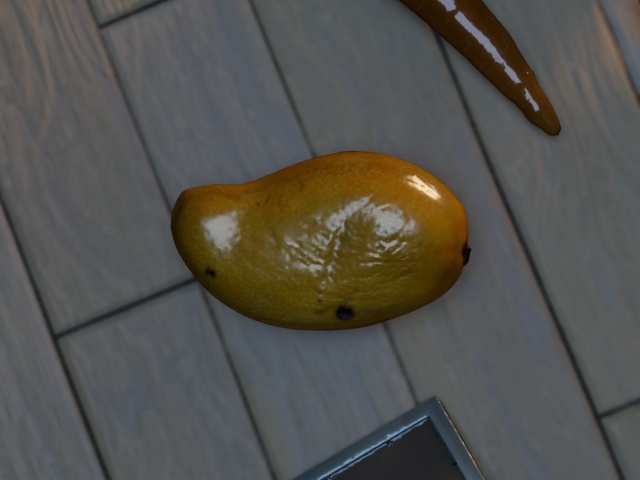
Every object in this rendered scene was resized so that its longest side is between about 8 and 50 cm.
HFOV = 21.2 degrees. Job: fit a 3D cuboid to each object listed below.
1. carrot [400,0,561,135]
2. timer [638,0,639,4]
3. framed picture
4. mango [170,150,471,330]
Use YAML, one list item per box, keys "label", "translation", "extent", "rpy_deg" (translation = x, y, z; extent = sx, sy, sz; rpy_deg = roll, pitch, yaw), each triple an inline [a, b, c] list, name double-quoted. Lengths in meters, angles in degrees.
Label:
- label: "carrot"
  translation: [0.103, -0.222, 1.522]
  extent: [0.069, 0.069, 0.336]
  rpy_deg: [-44, 87, 2]
- label: "timer"
  translation: [0.405, -0.163, 1.481]
  extent: [0.178, 0.078, 0.253]
  rpy_deg: [-29, 86, 1]
- label: "framed picture"
  translation: [0.038, 0.290, 1.492]
  extent: [0.274, 0.017, 0.217]
  rpy_deg: [-30, 66, 4]
- label: "mango"
  translation: [0.002, -0.001, 1.498]
  extent: [0.262, 0.109, 0.157]
  rpy_deg: [1, 97, 10]
